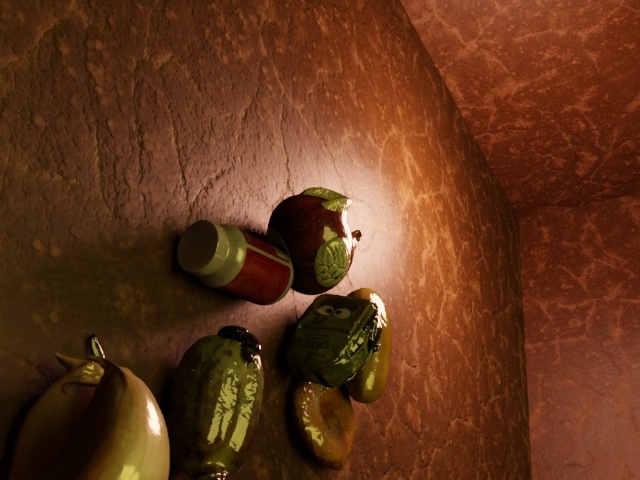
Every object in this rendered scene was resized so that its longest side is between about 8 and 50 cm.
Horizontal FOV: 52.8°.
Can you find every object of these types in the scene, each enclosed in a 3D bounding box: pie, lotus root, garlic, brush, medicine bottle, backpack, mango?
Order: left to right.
[{"bbox_3d":[-0.320,0.304,0.852,0.313,0.249,0.286,-63,176,-46],"label":"garlic"},{"bbox_3d":[-0.342,0.244,1.056,0.063,0.016,0.194,-37,112,-59],"label":"brush"},{"bbox_3d":[-0.191,0.309,1.162,0.173,0.173,0.309,48,40,-41],"label":"lotus root"},{"bbox_3d":[-0.169,0.048,1.321,0.250,0.131,0.131,29,54,-52],"label":"medicine bottle"},{"bbox_3d":[0.016,0.424,1.559,0.273,0.069,0.274,51,30,-45],"label":"pie"},{"bbox_3d":[0.027,0.240,1.531,0.253,0.206,0.140,-51,135,-47],"label":"backpack"},{"bbox_3d":[0.118,0.278,1.705,0.195,0.142,0.332,69,19,-57],"label":"mango"}]

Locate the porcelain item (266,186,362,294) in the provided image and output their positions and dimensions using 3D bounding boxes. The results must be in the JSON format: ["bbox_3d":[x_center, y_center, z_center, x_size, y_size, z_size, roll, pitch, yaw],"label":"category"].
[{"bbox_3d":[0.000,0.000,1.506,0.253,0.252,0.253,31,53,-52],"label":"porcelain item"}]
